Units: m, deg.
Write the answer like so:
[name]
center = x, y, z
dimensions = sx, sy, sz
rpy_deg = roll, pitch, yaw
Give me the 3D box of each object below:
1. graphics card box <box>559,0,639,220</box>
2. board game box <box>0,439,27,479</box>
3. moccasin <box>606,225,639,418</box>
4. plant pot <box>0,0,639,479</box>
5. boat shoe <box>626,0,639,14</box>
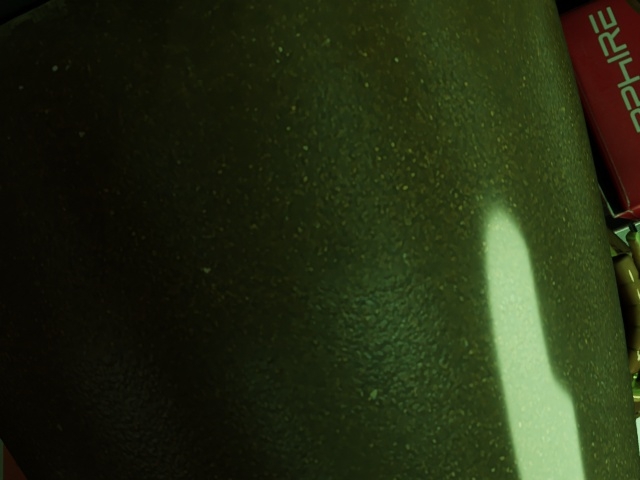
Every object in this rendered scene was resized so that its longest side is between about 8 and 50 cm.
[graphics card box]
center = 0.290, -0.115, 0.751
dimensions = 0.371, 0.094, 0.233
rpy_deg = -22, 174, 13
[board game box]
center = -0.079, 0.153, 0.821
dimensions = 0.242, 0.064, 0.316
rpy_deg = -28, 151, 21
[moccasin]
center = 0.091, 0.038, 0.786
dimensions = 0.139, 0.147, 0.380
rpy_deg = -57, 150, 2
[plant pot]
center = 0.003, 0.048, 0.514
dimensions = 0.215, 0.230, 0.215
rpy_deg = -21, 174, -2
[boat shoe]
center = 0.187, -0.111, 0.508
dimensions = 0.207, 0.073, 0.073
rpy_deg = -22, 176, 1
